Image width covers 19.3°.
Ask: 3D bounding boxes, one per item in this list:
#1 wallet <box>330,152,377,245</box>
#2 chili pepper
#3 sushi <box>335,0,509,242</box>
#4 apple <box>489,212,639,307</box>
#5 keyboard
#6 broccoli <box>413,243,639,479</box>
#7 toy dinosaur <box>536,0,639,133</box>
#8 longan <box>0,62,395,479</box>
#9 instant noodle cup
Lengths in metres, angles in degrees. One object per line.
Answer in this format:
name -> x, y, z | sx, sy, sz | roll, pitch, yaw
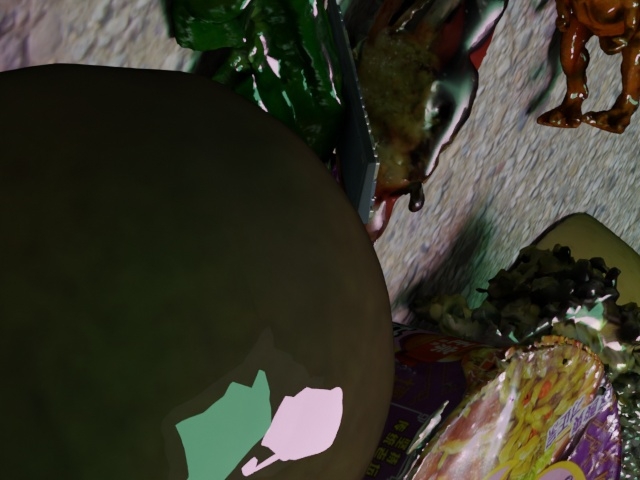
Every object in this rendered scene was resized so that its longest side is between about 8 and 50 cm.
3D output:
wallet -> 0.001, 0.001, 1.465 | 0.111, 0.030, 0.166 | -59, 159, -5
chili pepper -> -0.032, -0.109, 1.197 | 0.099, 0.083, 0.253 | -42, 149, -20
sushi -> 0.057, -0.106, 1.361 | 0.103, 0.097, 0.226 | -121, -126, -79
apple -> 0.252, 0.148, 2.132 | 0.320, 0.311, 0.360 | -17, -163, 48
keyboard -> 0.017, -0.089, 1.258 | 0.176, 0.014, 0.055 | -102, -166, -46
broccoli -> 0.200, 0.172, 1.791 | 0.334, 0.272, 0.324 | -58, 157, 2
toy dinosaur -> 0.277, -0.197, 1.766 | 0.432, 0.097, 0.208 | -8, 114, -68
longan -> -0.122, 0.065, 0.918 | 0.319, 0.319, 0.319 | -48, 155, -31
instant noodle cup -> 0.021, 0.186, 1.351 | 0.340, 0.266, 0.339 | -29, 130, -43
